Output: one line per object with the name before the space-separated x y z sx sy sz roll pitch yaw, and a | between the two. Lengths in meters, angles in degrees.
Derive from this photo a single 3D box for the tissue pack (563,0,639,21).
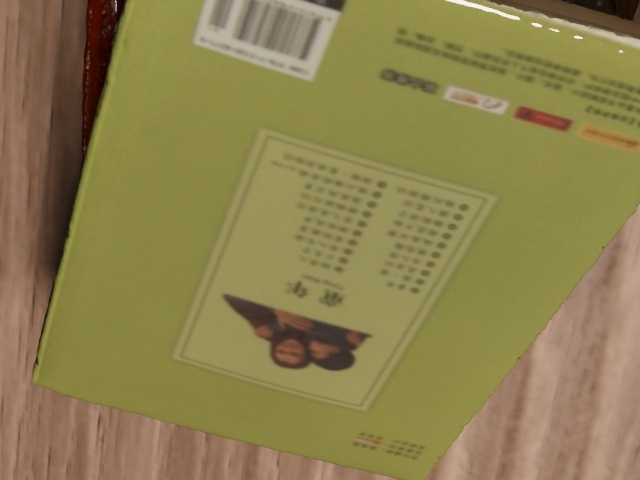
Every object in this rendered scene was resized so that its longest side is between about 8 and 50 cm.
tissue pack | 0.064 -0.109 0.653 0.169 0.120 0.082 -19 107 24

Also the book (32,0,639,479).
book | 0.000 0.000 0.662 0.239 0.035 0.352 15 140 -10

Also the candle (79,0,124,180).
candle | -0.109 -0.119 0.754 0.051 0.048 0.329 40 130 50
